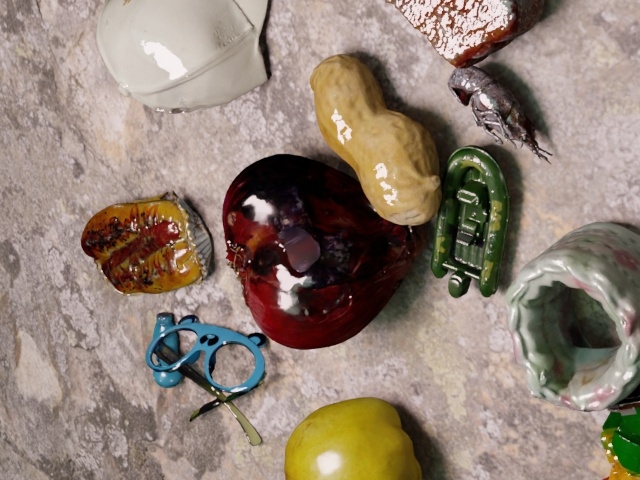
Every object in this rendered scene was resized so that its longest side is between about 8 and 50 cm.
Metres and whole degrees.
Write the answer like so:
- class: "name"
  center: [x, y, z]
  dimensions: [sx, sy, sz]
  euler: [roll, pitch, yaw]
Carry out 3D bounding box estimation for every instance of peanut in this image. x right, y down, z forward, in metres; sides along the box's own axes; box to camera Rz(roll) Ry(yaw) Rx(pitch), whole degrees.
- class: "peanut"
  center: [0.071, -0.133, 1.575]
  dimensions: [0.117, 0.101, 0.263]
  euler: [-43, 67, 13]

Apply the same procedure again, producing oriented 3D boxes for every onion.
- class: "onion"
  center: [-0.018, 0.008, 1.645]
  dimensions: [0.281, 0.221, 0.280]
  euler: [-2, 84, 20]

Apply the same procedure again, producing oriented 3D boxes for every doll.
- class: "doll"
  center: [0.404, 0.250, 1.455]
  dimensions: [0.134, 0.106, 0.186]
  euler: [15, 117, 22]

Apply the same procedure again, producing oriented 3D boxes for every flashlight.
- class: "flashlight"
  center: [-0.256, 0.184, 2.026]
  dimensions: [0.051, 0.051, 0.129]
  euler: [14, 111, 36]

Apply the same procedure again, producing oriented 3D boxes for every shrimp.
- class: "shrimp"
  center: [0.220, -0.149, 1.478]
  dimensions: [0.165, 0.056, 0.065]
  euler: [53, 146, 3]

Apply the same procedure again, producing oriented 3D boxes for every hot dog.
- class: "hot dog"
  center: [-0.282, 0.013, 1.955]
  dimensions: [0.270, 0.082, 0.162]
  euler: [-10, 102, 41]

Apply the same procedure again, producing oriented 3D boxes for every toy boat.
- class: "toy boat"
  center: [0.193, -0.024, 1.557]
  dimensions: [0.104, 0.052, 0.210]
  euler: [24, 123, 34]

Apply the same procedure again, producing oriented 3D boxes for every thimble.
- class: "thimble"
  center: [0.320, 0.096, 1.436]
  dimensions: [0.185, 0.149, 0.211]
  euler: [32, 126, 24]

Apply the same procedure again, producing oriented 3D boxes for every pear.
- class: "pear"
  center: [0.044, 0.323, 1.734]
  dimensions: [0.200, 0.200, 0.200]
  euler: [16, 117, 35]

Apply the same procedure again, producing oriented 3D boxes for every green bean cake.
- class: "green bean cake"
  center: [0.144, -0.318, 1.447]
  dimensions: [0.198, 0.097, 0.232]
  euler: [-33, 85, 42]

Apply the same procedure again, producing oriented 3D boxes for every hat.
- class: "hat"
  center: [-0.197, -0.342, 1.679]
  dimensions: [0.258, 0.168, 0.301]
  euler: [32, 126, 26]

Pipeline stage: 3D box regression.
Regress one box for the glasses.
- class: "glasses"
  center: [-0.173, 0.241, 1.939]
  dimensions: [0.239, 0.102, 0.206]
  euler: [8, 112, 38]
